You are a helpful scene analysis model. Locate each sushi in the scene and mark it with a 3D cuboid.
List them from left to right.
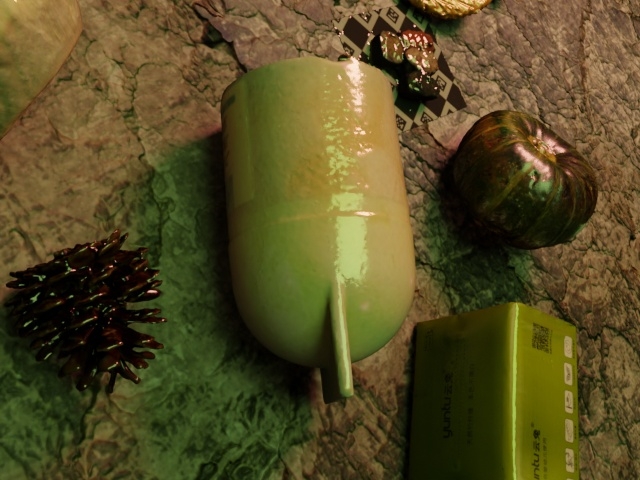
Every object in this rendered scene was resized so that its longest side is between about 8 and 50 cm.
[{"bbox_3d":[0.158,-0.312,1.248,0.231,0.047,0.219,-26,92,-38],"label":"sushi"}]

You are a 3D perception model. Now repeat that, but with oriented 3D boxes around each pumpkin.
[{"bbox_3d":[0.331,-0.092,1.226,0.260,0.189,0.260,22,36,-17],"label":"pumpkin"}]

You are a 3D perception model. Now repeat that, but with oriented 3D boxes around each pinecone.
[{"bbox_3d":[-0.240,0.083,0.777,0.163,0.163,0.165,-27,101,-38],"label":"pinecone"}]

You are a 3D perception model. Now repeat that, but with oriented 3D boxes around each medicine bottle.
[{"bbox_3d":[0.000,0.000,0.922,0.236,0.236,0.406,5,73,-34],"label":"medicine bottle"}]

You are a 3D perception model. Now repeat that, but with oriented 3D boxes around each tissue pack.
[{"bbox_3d":[0.248,0.251,1.041,0.167,0.200,0.274,22,63,-30],"label":"tissue pack"}]

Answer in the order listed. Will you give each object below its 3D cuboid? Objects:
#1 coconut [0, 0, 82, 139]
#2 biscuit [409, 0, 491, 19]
[{"bbox_3d":[-0.410,-0.236,0.682,0.329,0.329,0.328,11,69,-32],"label":"coconut"},{"bbox_3d":[0.228,-0.529,1.319,0.254,0.035,0.253,0,89,-17],"label":"biscuit"}]
